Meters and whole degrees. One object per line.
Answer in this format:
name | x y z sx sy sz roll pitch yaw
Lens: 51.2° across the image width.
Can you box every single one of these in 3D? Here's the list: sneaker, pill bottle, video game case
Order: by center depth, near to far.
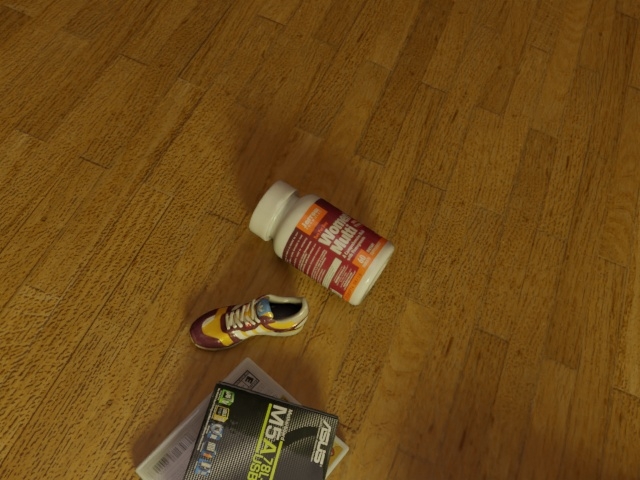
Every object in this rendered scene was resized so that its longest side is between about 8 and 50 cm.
video game case | -0.107 0.311 0.947 0.206 0.026 0.227 39 59 12
sneaker | -0.109 0.117 1.027 0.185 0.084 0.069 -10 62 -18
pill bottle | 0.000 0.000 1.097 0.221 0.121 0.121 33 59 8

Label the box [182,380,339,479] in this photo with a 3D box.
box | -0.084 0.308 0.911 0.184 0.045 0.190 17 58 1
